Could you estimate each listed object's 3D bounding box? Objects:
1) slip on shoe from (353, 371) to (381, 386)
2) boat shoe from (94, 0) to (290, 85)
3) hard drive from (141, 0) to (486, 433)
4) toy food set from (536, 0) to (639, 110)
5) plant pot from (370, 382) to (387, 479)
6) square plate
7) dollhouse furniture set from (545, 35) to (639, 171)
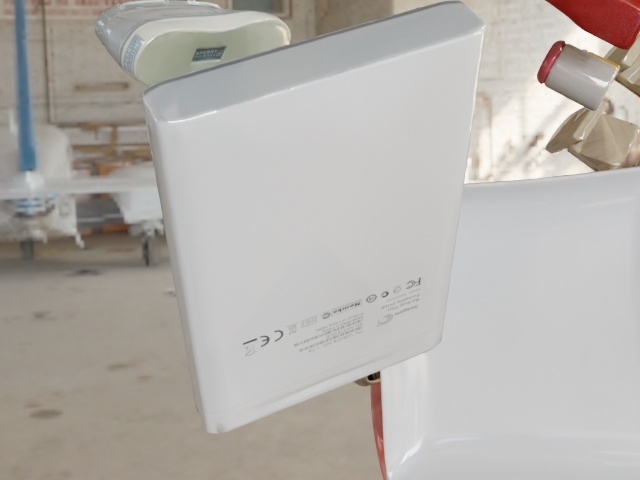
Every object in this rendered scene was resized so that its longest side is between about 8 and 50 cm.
[{"bbox_3d":[0.100,0.149,1.320,0.135,0.051,0.041,-21,8,-23],"label":"slip on shoe"},{"bbox_3d":[-0.115,-0.194,0.953,0.081,0.079,0.227,41,29,20],"label":"boat shoe"},{"bbox_3d":[0.000,0.000,0.785,0.233,0.353,0.047,-19,51,-16],"label":"hard drive"},{"bbox_3d":[0.211,-0.202,0.796,0.104,0.232,0.111,29,53,10],"label":"toy food set"},{"bbox_3d":[0.226,0.266,1.456,0.243,0.275,0.275,-14,2,15],"label":"plant pot"},{"bbox_3d":[0.231,0.103,1.136,0.344,0.347,0.049,-4,1,21],"label":"square plate"},{"bbox_3d":[0.580,-0.180,1.542,0.362,0.394,0.256,34,-7,-2],"label":"dollhouse furniture set"}]
